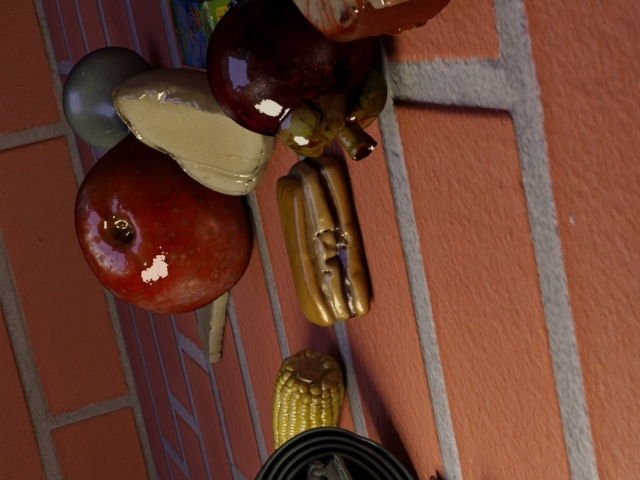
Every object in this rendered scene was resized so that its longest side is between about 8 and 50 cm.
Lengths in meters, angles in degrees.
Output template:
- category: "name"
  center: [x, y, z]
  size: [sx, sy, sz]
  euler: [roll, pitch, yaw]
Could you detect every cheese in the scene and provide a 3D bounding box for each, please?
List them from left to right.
- category: "cheese"
  center: [-0.188, 0.096, 2.128]
  size: [0.400, 0.034, 0.085]
  euler: [106, 144, -58]

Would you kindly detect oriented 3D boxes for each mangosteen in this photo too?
- category: "mangosteen"
  center: [-0.013, -0.161, 1.171]
  size: [0.200, 0.200, 0.199]
  euler: [165, 90, -72]

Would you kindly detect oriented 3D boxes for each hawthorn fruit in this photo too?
- category: "hawthorn fruit"
  center: [-0.229, -0.029, 1.808]
  size: [0.284, 0.284, 0.284]
  euler: [165, 90, -72]

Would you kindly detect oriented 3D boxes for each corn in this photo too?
- category: "corn"
  center: [-0.021, 0.240, 1.641]
  size: [0.244, 0.093, 0.093]
  euler: [97, 152, -49]

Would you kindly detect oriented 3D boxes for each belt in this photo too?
- category: "belt"
  center: [0.028, 0.347, 1.399]
  size: [0.267, 0.206, 0.116]
  euler: [57, 157, 21]

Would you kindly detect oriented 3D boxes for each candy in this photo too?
- category: "candy"
  center: [-0.147, -0.284, 1.635]
  size: [0.194, 0.062, 0.097]
  euler: [-151, 47, -66]

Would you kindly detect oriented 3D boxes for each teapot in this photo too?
- category: "teapot"
  center: [-0.327, -0.225, 2.084]
  size: [0.251, 0.183, 0.183]
  euler: [33, 137, 50]

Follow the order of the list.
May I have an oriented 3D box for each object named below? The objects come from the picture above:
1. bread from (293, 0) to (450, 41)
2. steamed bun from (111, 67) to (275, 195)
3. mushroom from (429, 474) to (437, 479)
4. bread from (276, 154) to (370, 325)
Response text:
- category: "bread"
  center: [0.036, -0.314, 0.966]
  size: [0.328, 0.114, 0.295]
  euler: [170, 84, -74]
- category: "steamed bun"
  center: [-0.143, -0.157, 1.620]
  size: [0.212, 0.231, 0.110]
  euler: [74, -146, -57]
- category: "mushroom"
  center: [0.138, 0.293, 1.265]
  size: [0.187, 0.061, 0.060]
  euler: [-152, 77, -72]
- category: "bread"
  center: [0.000, 0.000, 1.420]
  size: [0.116, 0.077, 0.200]
  euler: [-147, 45, -76]
